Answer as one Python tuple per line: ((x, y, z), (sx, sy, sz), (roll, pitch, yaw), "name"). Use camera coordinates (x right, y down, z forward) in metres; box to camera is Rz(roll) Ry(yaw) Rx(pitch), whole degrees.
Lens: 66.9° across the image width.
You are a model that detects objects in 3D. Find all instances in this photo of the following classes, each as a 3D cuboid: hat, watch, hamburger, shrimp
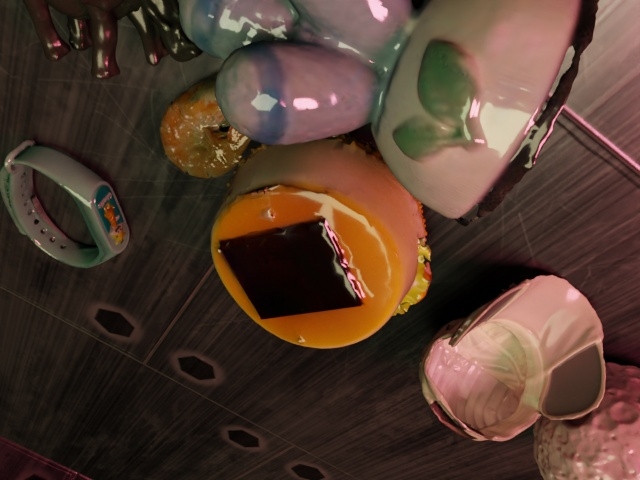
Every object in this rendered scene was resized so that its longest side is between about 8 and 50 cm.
((0.273, 0.166, 0.724), (0.231, 0.161, 0.275), (35, 107, -12), "hat")
((-0.427, -0.053, 0.808), (0.194, 0.068, 0.237), (10, 136, 12), "watch")
((0.000, 0.000, 0.639), (0.275, 0.179, 0.294), (-16, 115, 28), "hamburger")
((-0.119, -0.154, 0.614), (0.217, 0.051, 0.115), (-24, 102, 27), "shrimp")

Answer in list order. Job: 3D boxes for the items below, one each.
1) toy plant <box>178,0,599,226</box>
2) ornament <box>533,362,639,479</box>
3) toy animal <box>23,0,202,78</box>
((0.032, -0.173, 0.442), (0.331, 0.247, 0.247), (21, 133, 0), "toy plant")
((0.459, 0.327, 0.742), (0.259, 0.225, 0.260), (9, 131, 10), "ornament")
((-0.241, -0.258, 0.530), (0.244, 0.115, 0.146), (11, 133, 8), "toy animal")
